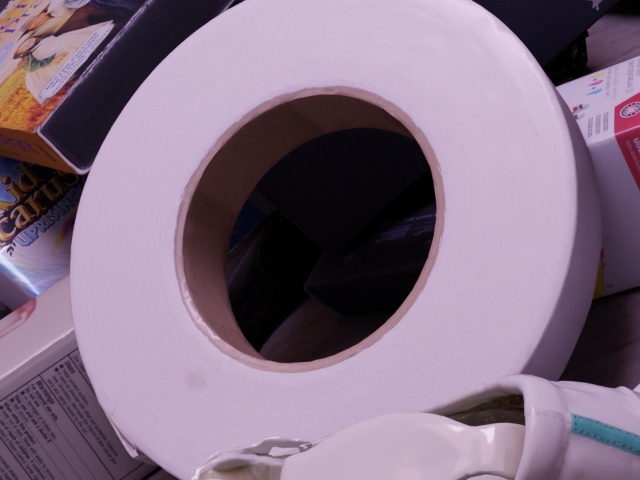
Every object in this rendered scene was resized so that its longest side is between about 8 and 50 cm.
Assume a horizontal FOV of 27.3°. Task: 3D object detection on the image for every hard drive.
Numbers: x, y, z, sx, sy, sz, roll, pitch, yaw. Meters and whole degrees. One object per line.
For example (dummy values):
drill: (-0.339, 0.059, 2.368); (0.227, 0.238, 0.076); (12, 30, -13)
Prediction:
hard drive: (0.106, -0.028, 1.175); (0.172, 0.054, 0.254); (-11, 29, 37)

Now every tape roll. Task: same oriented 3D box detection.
tape roll: (0.000, 0.000, 0.929); (0.392, 0.072, 0.392); (-8, 70, 24)

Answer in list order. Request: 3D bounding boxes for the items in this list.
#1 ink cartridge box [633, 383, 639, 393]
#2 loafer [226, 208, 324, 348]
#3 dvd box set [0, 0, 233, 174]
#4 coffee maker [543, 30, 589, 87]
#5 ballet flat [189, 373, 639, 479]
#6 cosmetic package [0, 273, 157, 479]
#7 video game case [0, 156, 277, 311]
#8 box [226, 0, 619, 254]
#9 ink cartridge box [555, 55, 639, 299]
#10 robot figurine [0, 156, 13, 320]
ink cartridge box: (0.251, 0.085, 0.770); (0.122, 0.052, 0.088); (-40, 25, -21)
loafer: (-0.071, 0.039, 1.212); (0.078, 0.080, 0.220); (-4, 34, 46)
dvd box set: (-0.222, -0.210, 1.271); (0.307, 0.062, 0.420); (-51, 28, -13)
coffee maker: (0.162, -0.203, 1.322); (0.178, 0.171, 0.120); (-35, 28, -10)
ballet flat: (0.004, 0.151, 0.719); (0.400, 0.139, 0.139); (-26, 20, 39)
cosmetic package: (-0.270, 0.173, 1.081); (0.296, 0.153, 0.129); (-33, 24, -12)
video game case: (-0.198, -0.017, 1.295); (0.269, 0.244, 0.061); (-46, -12, -35)
box: (0.041, -0.219, 1.194); (0.343, 0.179, 0.312); (-42, 32, 9)
ink cartridge box: (0.200, -0.040, 0.994); (0.176, 0.127, 0.128); (-20, 25, 24)
robot figurine: (-0.296, -0.048, 1.506); (0.353, 0.200, 0.300); (-49, 5, -37)
